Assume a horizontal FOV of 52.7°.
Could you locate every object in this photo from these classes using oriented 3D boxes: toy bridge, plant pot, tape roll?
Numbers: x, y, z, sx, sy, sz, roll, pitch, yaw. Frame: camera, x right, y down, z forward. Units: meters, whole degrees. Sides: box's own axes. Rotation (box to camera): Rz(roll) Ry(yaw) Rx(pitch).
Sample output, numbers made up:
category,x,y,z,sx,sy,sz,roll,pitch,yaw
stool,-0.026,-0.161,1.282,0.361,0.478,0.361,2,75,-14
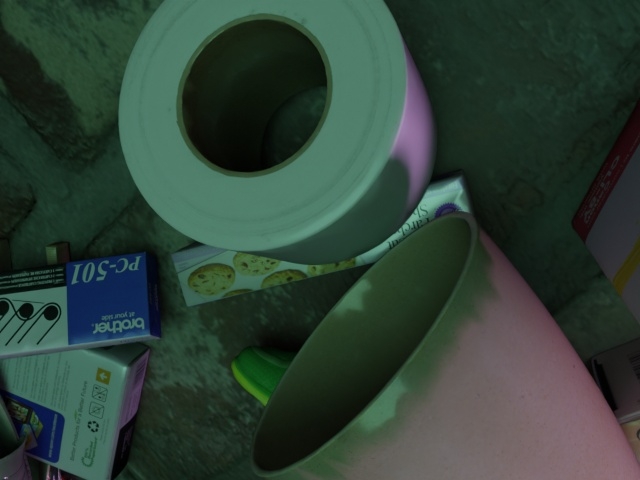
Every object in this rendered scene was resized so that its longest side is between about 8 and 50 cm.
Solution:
category,x,y,z,sx,sy,sz,roll,pitch,yaw
toy bridge,-0.401,0.030,0.805,0.188,0.026,0.063,2,105,13
plant pot,0.128,0.161,0.527,0.274,0.256,0.256,41,109,-9
tape roll,-0.028,-0.103,0.574,0.246,0.169,0.246,-2,84,18

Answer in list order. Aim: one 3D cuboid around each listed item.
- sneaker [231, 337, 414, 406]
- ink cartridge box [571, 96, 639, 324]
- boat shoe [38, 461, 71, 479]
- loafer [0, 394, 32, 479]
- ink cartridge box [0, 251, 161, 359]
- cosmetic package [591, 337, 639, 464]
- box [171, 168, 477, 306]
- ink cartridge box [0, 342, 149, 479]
category,x,y,z,sx,sy,sz,roll,pitch,yaw
sneaker,0.052,0.143,0.697,0.295,0.109,0.124,7,87,10
ink cartridge box,0.355,0.024,0.435,0.279,0.384,0.161,27,108,6
boat shoe,-0.350,0.338,0.859,0.043,0.049,0.137,-2,104,-30
loafer,-0.398,0.270,0.755,0.111,0.112,0.320,-17,100,26
ink cartridge box,-0.292,0.076,0.741,0.207,0.046,0.097,-7,76,2
cosmetic package,0.386,0.239,0.604,0.129,0.153,0.296,-28,94,19
box,0.000,0.000,0.683,0.323,0.063,0.067,-13,99,16
ink cartridge box,-0.407,0.163,0.818,0.370,0.069,0.176,18,107,6
